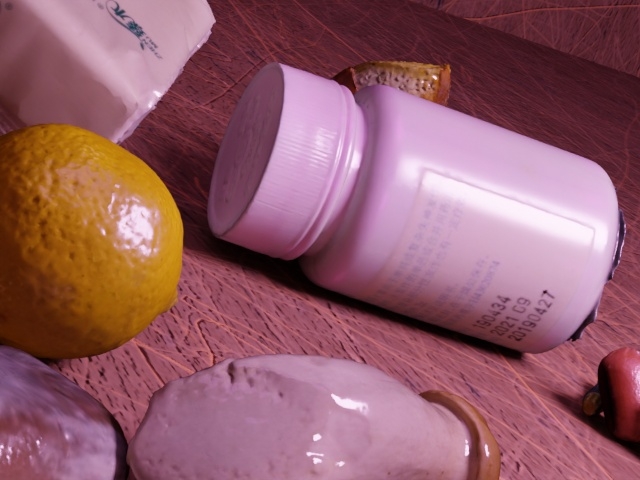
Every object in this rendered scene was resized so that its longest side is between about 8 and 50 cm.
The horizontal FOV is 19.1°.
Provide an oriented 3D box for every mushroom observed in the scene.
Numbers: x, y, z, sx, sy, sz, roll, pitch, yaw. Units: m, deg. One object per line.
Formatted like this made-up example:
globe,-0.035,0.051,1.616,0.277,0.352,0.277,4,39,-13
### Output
mushroom,0.004,0.148,1.367,0.350,0.128,0.128,12,19,-48

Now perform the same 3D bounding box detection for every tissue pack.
tissue pack,-0.305,-0.238,1.778,0.380,0.207,0.297,44,22,-10

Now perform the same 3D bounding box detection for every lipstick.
lipstick,0.283,0.154,1.910,0.037,0.037,0.116,29,21,19

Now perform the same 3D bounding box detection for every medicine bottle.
medicine bottle,0.096,-0.033,1.910,0.379,0.213,0.213,19,16,-19

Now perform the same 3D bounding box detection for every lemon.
lemon,-0.194,0.004,1.445,0.203,0.178,0.178,31,12,-23

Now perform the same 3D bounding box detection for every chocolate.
chocolate,-0.217,0.118,1.209,0.157,0.080,0.254,29,16,19

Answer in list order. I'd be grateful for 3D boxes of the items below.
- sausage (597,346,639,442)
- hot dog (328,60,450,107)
sausage,0.302,0.151,1.851,0.054,0.094,0.059,-5,-15,-8
hot dog,0.025,-0.121,2.031,0.123,0.261,0.093,53,11,-44
